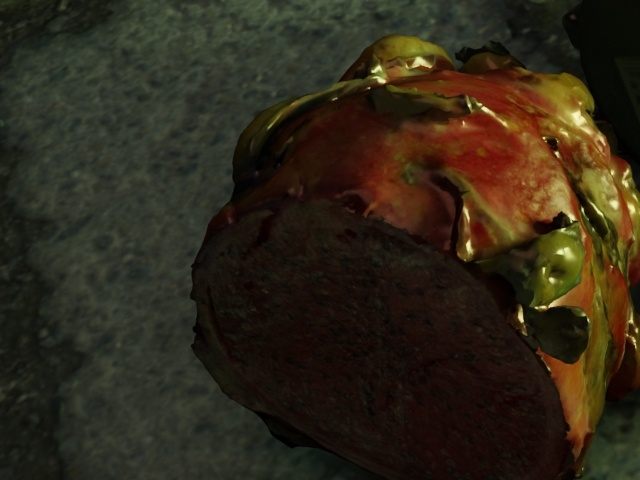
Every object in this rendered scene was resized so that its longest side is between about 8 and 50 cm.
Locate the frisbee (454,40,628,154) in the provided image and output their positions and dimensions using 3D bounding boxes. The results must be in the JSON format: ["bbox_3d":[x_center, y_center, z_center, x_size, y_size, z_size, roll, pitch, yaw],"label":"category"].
[{"bbox_3d":[0.148,-0.103,1.520,0.211,0.012,0.187,-11,40,4],"label":"frisbee"}]

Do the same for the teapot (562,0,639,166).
[{"bbox_3d":[0.337,-0.160,1.411,0.285,0.305,0.223,-38,87,-25],"label":"teapot"}]

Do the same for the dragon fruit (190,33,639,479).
[{"bbox_3d":[0.081,-0.014,1.273,0.314,0.296,0.263,17,53,25],"label":"dragon fruit"}]
